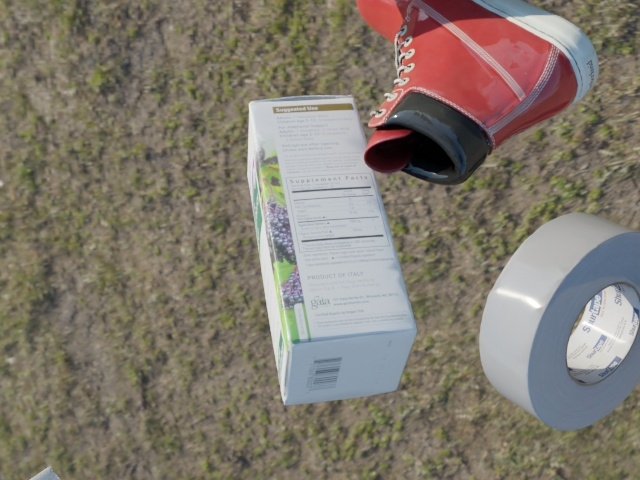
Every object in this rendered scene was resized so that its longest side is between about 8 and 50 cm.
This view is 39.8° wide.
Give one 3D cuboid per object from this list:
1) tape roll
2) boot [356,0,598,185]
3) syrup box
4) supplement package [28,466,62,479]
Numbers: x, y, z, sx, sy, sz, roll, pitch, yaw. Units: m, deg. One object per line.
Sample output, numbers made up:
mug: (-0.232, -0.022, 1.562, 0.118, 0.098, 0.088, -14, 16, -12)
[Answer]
tape roll: (0.270, 0.085, 0.925, 0.072, 0.219, 0.219, 29, 117, 50)
boot: (0.069, -0.138, 0.707, 0.244, 0.176, 0.088, 39, 158, 41)
syrup box: (0.000, 0.000, 0.704, 0.093, 0.096, 0.237, 99, 162, -53)
supplement package: (-0.223, 0.345, 0.733, 0.194, 0.149, 0.203, 36, 135, 24)
